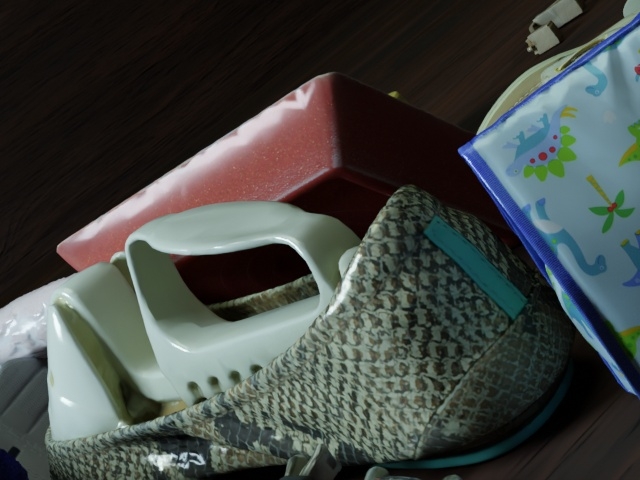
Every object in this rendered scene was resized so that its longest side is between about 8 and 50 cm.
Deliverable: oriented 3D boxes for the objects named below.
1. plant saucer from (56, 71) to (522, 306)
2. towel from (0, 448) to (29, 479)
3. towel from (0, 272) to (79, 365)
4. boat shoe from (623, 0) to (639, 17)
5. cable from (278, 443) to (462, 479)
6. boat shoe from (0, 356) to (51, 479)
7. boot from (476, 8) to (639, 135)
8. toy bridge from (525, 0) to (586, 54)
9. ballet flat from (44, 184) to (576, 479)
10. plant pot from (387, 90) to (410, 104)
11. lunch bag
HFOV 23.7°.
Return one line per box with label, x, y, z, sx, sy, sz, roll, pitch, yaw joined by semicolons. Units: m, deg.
plant saucer;0.000;0.000;1.040;0.259;0.048;0.258;-30;-31;32
towel;-0.257;0.218;0.867;0.308;0.076;0.228;-9;67;62
towel;-0.169;0.048;1.361;0.331;0.053;0.317;-22;-2;24
boat shoe;0.334;-0.241;1.381;0.137;0.049;0.043;-34;7;38
cable;-0.027;0.197;0.653;0.139;0.072;0.287;-3;43;41
boat shoe;-0.241;0.183;1.154;0.119;0.121;0.335;-55;-3;15
boot;0.215;-0.104;1.074;0.213;0.077;0.165;-35;12;-8
toy bridge;0.266;-0.251;1.706;0.063;0.026;0.188;-31;11;41
ballet flat;-0.060;0.066;0.905;0.483;0.182;0.164;-24;22;51
plant pot;0.057;-0.079;1.479;0.081;0.081;0.083;-22;27;53
lunch bag;0.152;-0.017;0.668;0.129;0.151;0.096;-36;10;3
